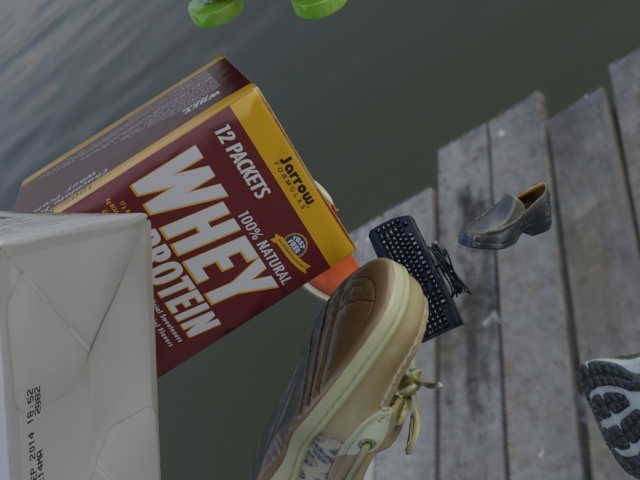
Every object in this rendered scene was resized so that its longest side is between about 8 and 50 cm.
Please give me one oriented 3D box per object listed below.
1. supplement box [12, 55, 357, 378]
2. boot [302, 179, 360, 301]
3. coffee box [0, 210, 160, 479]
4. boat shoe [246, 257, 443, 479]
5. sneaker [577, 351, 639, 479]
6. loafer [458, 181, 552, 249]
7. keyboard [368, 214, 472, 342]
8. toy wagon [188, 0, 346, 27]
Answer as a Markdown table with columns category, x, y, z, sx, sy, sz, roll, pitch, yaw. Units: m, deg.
| category | x | y | z | sx | sy | sz | roll | pitch | yaw |
| --- | --- | --- | --- | --- | --- | --- | --- | --- | --- |
| supplement box | -0.105 | -0.019 | 0.703 | 0.191 | 0.129 | 0.194 | -33 | 20 | -2 |
| boot | 0.000 | 0.000 | 0.983 | 0.059 | 0.158 | 0.084 | -47 | 7 | -37 |
| coffee box | -0.237 | 0.069 | 0.487 | 0.297 | 0.119 | 0.168 | 3 | 99 | 21 |
| boat shoe | 0.020 | 0.122 | 0.681 | 0.285 | 0.089 | 0.105 | 116 | 172 | -46 |
| sneaker | 0.445 | 0.165 | 1.131 | 0.410 | 0.182 | 0.158 | 117 | 135 | -68 |
| loafer | 0.235 | -0.032 | 1.249 | 0.062 | 0.061 | 0.170 | 20 | 29 | 39 |
| keyboard | 0.143 | 0.042 | 1.393 | 0.100 | 0.038 | 0.192 | -25 | 66 | 2 |
| toy wagon | -0.050 | -0.328 | 0.889 | 0.344 | 0.267 | 0.068 | 2 | 46 | 24 |
